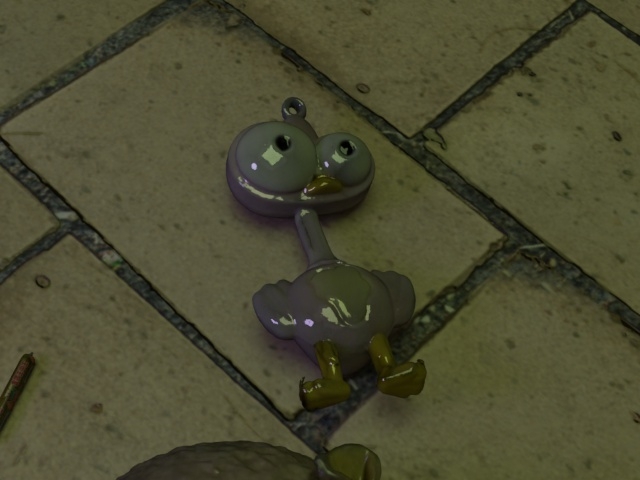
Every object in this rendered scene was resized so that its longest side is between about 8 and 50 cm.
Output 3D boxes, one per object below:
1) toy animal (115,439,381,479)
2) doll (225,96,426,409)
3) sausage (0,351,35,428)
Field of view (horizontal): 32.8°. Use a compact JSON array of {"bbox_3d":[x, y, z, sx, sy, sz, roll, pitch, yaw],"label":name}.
[{"bbox_3d":[-0.069,0.268,0.835,0.358,0.188,0.227,14,63,-10],"label":"toy animal"},{"bbox_3d":[0.000,0.000,1.083,0.160,0.094,0.365,-6,58,-12],"label":"doll"},{"bbox_3d":[-0.289,0.146,1.007,0.015,0.015,0.100,17,57,7],"label":"sausage"}]
